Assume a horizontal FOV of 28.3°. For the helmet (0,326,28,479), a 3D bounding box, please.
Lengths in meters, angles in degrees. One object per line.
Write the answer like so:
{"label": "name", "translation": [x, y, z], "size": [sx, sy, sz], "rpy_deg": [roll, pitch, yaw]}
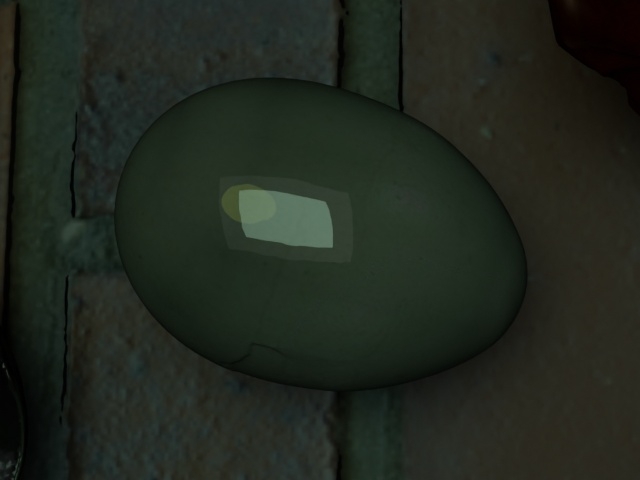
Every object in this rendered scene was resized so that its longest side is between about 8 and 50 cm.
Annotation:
{"label": "helmet", "translation": [-0.232, 0.081, 0.678], "size": [0.153, 0.107, 0.177], "rpy_deg": [-26, 96, 0]}

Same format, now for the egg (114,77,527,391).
{"label": "egg", "translation": [0.000, 0.000, 0.634], "size": [0.209, 0.151, 0.151], "rpy_deg": [18, 82, 4]}

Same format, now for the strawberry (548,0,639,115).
{"label": "strawberry", "translation": [0.202, -0.233, 0.578], "size": [0.295, 0.317, 0.345], "rpy_deg": [-26, 64, 0]}
